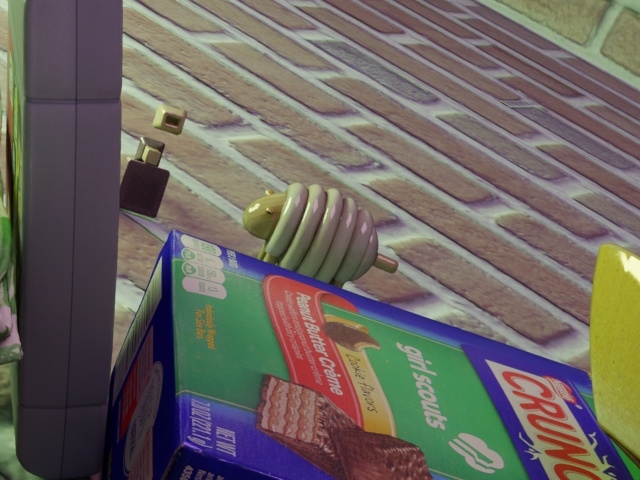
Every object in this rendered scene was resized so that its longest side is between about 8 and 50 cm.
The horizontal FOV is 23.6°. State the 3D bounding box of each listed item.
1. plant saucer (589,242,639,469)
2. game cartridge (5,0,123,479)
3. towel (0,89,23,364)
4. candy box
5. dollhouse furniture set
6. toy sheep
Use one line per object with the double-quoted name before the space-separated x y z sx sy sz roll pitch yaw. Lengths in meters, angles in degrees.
"plant saucer" 0.279 0.174 0.753 0.333 0.081 0.333 45 0 -23
"game cartridge" -0.145 -0.029 0.843 0.060 0.294 0.196 -2 26 -17
"towel" -0.283 -0.002 0.803 0.247 0.038 0.325 -15 31 -7
"candy box" 0.044 0.141 0.871 0.317 0.122 0.268 21 20 -14
"dollhouse furniture set" -0.179 -0.082 1.260 0.114 0.091 0.081 17 6 -13
"toy sheep" 0.000 0.000 1.228 0.132 0.091 0.091 20 20 -12
